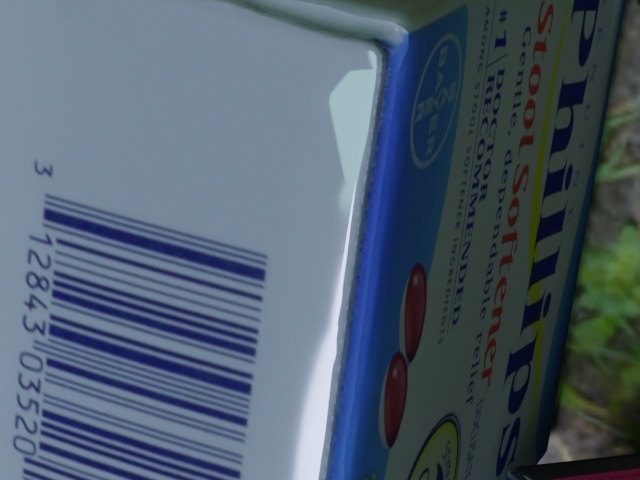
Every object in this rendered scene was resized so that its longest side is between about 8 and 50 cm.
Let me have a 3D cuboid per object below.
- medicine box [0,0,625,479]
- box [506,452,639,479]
[{"bbox_3d":[0.000,0.000,0.723,0.149,0.289,0.263,15,112,20],"label":"medicine box"},{"bbox_3d":[0.170,0.233,0.778,0.165,0.143,0.270,-4,109,-15],"label":"box"}]
